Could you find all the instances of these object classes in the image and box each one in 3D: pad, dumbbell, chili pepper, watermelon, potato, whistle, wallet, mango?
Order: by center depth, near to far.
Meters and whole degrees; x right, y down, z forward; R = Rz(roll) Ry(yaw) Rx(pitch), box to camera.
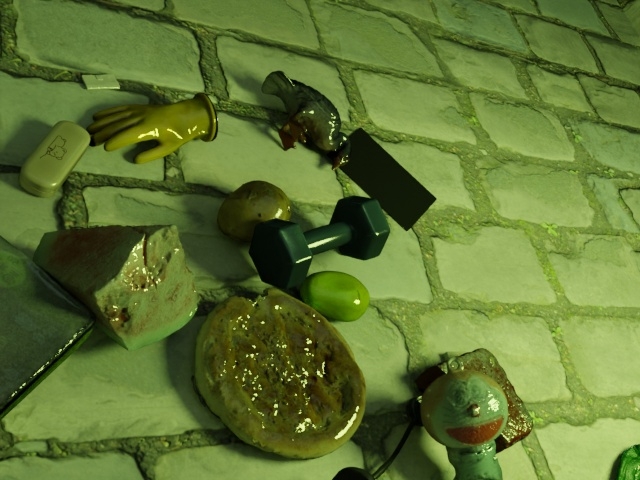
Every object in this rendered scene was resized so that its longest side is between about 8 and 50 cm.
[{"bbox_3d":[-0.362,0.066,1.432,0.310,0.231,0.193,47,61,-13],"label":"watermelon"},{"bbox_3d":[0.309,0.412,1.589,0.189,0.189,0.348,-11,89,-39],"label":"whistle"},{"bbox_3d":[0.000,0.000,1.723,0.316,0.156,0.143,-18,52,-38],"label":"dumbbell"},{"bbox_3d":[0.034,0.118,1.742,0.163,0.089,0.117,25,45,-14],"label":"mango"},{"bbox_3d":[-0.145,-0.066,1.746,0.176,0.137,0.137,-31,76,-42],"label":"potato"},{"bbox_3d":[-0.515,-0.371,1.818,0.083,0.011,0.044,-12,63,-39],"label":"wallet"},{"bbox_3d":[0.768,0.577,1.893,0.098,0.061,0.224,37,45,16],"label":"chili pepper"},{"bbox_3d":[0.172,-0.173,2.129,0.300,0.005,0.202,43,43,3],"label":"pad"}]

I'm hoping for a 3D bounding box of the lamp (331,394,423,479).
[{"bbox_3d":[0.161,0.427,1.569,0.371,0.108,0.130,-25,77,-44],"label":"lamp"}]

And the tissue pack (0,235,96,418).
[{"bbox_3d":[-0.600,0.175,1.245,0.288,0.124,0.394,41,44,-1],"label":"tissue pack"}]

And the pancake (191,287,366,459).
[{"bbox_3d":[-0.082,0.257,1.569,0.382,0.071,0.382,18,48,-22],"label":"pancake"}]

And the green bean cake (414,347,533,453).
[{"bbox_3d":[0.351,0.369,1.748,0.198,0.097,0.233,-16,67,-39],"label":"green bean cake"}]

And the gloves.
[{"bbox_3d":[-0.391,-0.259,1.769,0.294,0.116,0.133,-17,39,-32],"label":"gloves"}]

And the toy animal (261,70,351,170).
[{"bbox_3d":[-0.033,-0.314,2.023,0.185,0.122,0.298,-30,82,-40],"label":"toy animal"}]

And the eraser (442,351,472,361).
[{"bbox_3d":[0.334,0.286,1.861,0.083,0.019,0.038,4,56,-31],"label":"eraser"}]

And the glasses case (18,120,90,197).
[{"bbox_3d":[-0.550,-0.171,1.608,0.083,0.050,0.196,27,46,-11],"label":"glasses case"}]
